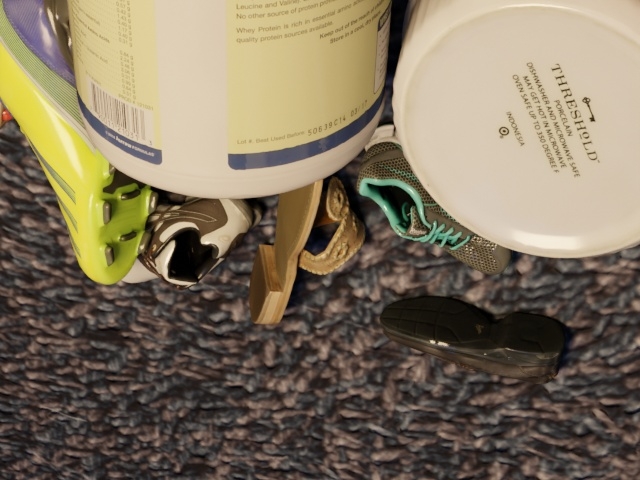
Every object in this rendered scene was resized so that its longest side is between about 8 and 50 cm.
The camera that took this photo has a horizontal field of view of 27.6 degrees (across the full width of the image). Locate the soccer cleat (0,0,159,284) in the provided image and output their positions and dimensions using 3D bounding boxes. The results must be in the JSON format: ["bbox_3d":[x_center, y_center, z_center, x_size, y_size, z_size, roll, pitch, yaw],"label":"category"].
[{"bbox_3d":[-0.224,-0.101,1.155,0.121,0.093,0.289,1,112,27],"label":"soccer cleat"}]

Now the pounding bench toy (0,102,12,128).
[{"bbox_3d":[-0.301,-0.154,1.193,0.065,0.052,0.083,24,132,5],"label":"pounding bench toy"}]

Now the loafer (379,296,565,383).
[{"bbox_3d":[0.136,0.097,1.188,0.170,0.062,0.061,13,135,17],"label":"loafer"}]

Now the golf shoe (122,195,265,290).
[{"bbox_3d":[-0.145,0.007,1.222,0.198,0.094,0.077,-28,115,40],"label":"golf shoe"}]

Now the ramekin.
[{"bbox_3d":[0.176,-0.107,0.959,0.272,0.127,0.273,13,130,16],"label":"ramekin"}]

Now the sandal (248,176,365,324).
[{"bbox_3d":[-0.001,-0.005,1.176,0.079,0.088,0.240,3,143,-17],"label":"sandal"}]

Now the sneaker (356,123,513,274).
[{"bbox_3d":[0.091,-0.019,1.103,0.166,0.076,0.065,40,133,-9],"label":"sneaker"}]

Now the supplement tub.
[{"bbox_3d":[-0.063,-0.218,0.908,0.235,0.235,0.325,14,131,14],"label":"supplement tub"}]
